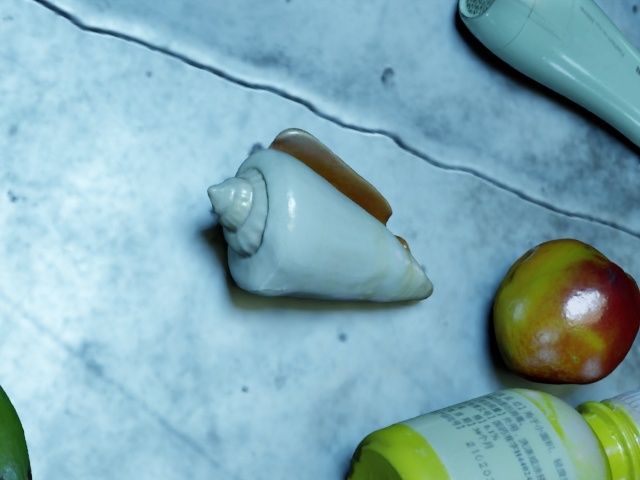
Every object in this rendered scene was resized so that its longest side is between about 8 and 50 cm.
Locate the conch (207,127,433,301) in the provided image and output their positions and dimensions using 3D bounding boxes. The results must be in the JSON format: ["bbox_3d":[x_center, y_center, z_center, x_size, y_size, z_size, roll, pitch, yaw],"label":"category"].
[{"bbox_3d":[0.004,-0.010,0.889,0.176,0.104,0.094,7,118,-24],"label":"conch"}]

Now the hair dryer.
[{"bbox_3d":[0.220,-0.195,1.034,0.206,0.075,0.237,32,62,-21],"label":"hair dryer"}]

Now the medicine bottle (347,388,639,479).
[{"bbox_3d":[0.135,0.153,0.895,0.212,0.122,0.122,-14,86,-24],"label":"medicine bottle"}]

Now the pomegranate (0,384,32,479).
[{"bbox_3d":[-0.263,0.130,0.721,0.247,0.202,0.202,24,70,16],"label":"pomegranate"}]

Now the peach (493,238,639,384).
[{"bbox_3d":[0.163,0.051,0.942,0.100,0.100,0.101,4,79,-21],"label":"peach"}]
